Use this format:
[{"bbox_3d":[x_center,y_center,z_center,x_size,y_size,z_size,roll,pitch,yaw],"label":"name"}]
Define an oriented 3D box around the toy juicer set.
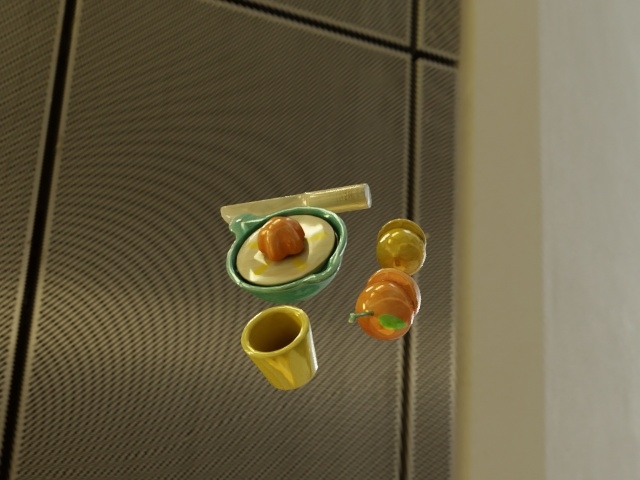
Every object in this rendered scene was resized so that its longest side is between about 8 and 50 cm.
[{"bbox_3d":[0.000,0.000,1.080,0.209,0.329,0.089,-21,-53,1],"label":"toy juicer set"}]
